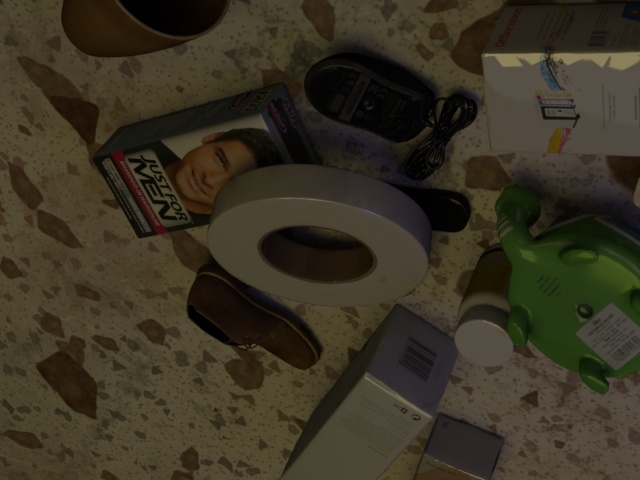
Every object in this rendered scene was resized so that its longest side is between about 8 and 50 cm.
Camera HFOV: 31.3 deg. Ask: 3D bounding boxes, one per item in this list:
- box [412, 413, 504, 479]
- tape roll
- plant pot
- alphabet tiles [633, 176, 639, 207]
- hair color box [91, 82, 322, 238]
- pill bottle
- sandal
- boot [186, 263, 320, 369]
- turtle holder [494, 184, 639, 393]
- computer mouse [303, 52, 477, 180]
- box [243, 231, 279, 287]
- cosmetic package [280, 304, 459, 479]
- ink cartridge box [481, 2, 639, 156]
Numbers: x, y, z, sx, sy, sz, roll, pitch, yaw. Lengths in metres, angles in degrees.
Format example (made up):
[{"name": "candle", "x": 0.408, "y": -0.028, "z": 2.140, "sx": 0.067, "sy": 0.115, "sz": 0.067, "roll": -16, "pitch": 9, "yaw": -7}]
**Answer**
[{"name": "box", "x": 0.252, "y": 0.511, "z": 2.305, "sx": 0.148, "sy": 0.121, "sz": 0.311, "roll": 20, "pitch": 131, "yaw": 11}, {"name": "tape roll", "x": 0.000, "y": 0.000, "z": 1.965, "sx": 0.391, "sy": 0.072, "sz": 0.392, "roll": 6, "pitch": 151, "yaw": 3}, {"name": "plant pot", "x": -0.309, "y": -0.395, "z": 1.837, "sx": 0.237, "sy": 0.237, "sz": 0.254, "roll": 51, "pitch": 144, "yaw": -16}, {"name": "alphabet tiles", "x": 0.602, "y": -0.088, "z": 1.661, "sx": 0.278, "sy": 0.021, "sz": 0.284, "roll": 25, "pitch": 109, "yaw": 33}, {"name": "hair color box", "x": -0.201, "y": -0.135, "z": 2.032, "sx": 0.374, "sy": 0.114, "sz": 0.185, "roll": -11, "pitch": 120, "yaw": 30}, {"name": "pill bottle", "x": 0.299, "y": 0.109, "z": 1.923, "sx": 0.119, "sy": 0.208, "sz": 0.119, "roll": 13, "pitch": 128, "yaw": 16}, {"name": "sandal", "x": 0.131, "y": -0.051, "z": 1.982, "sx": 0.254, "sy": 0.054, "sz": 0.097, "roll": 0, "pitch": 124, "yaw": 25}, {"name": "boot", "x": -0.136, "y": 0.180, "z": 2.225, "sx": 0.305, "sy": 0.115, "sz": 0.112, "roll": 37, "pitch": 138, "yaw": -19}, {"name": "turtle holder", "x": 0.411, "y": 0.067, "z": 1.820, "sx": 0.320, "sy": 0.227, "sz": 0.243, "roll": 17, "pitch": 122, "yaw": 21}, {"name": "computer mouse", "x": 0.102, "y": -0.225, "z": 1.863, "sx": 0.272, "sy": 0.072, "sz": 0.188, "roll": 26, "pitch": 130, "yaw": -11}, {"name": "box", "x": -0.123, "y": 0.016, "z": 2.166, "sx": 0.116, "sy": 0.029, "sz": 0.162, "roll": -8, "pitch": 123, "yaw": 30}, {"name": "cosmetic package", "x": 0.092, "y": 0.332, "z": 2.185, "sx": 0.156, "sy": 0.217, "sz": 0.385, "roll": 33, "pitch": 129, "yaw": -2}, {"name": "ink cartridge box", "x": 0.369, "y": -0.236, "z": 1.657, "sx": 0.232, "sy": 0.171, "sz": 0.168, "roll": 4, "pitch": 126, "yaw": 23}]
